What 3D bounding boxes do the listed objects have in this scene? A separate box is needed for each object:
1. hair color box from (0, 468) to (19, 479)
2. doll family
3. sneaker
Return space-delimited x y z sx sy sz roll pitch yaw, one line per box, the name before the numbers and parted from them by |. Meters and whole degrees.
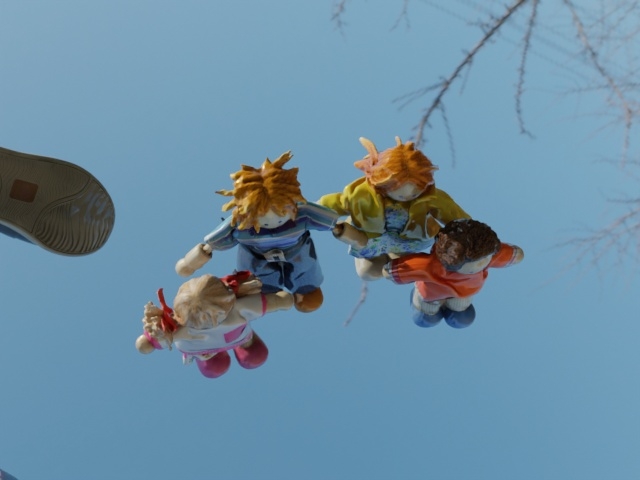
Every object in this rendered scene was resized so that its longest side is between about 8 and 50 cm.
hair color box | -0.260 0.147 0.390 0.174 0.347 0.105 -10 -115 -5
doll family | 0.000 0.000 0.586 0.263 0.163 0.118 -13 -114 -5
sneaker | -0.293 -0.053 0.787 0.222 0.118 0.083 30 -99 -54
